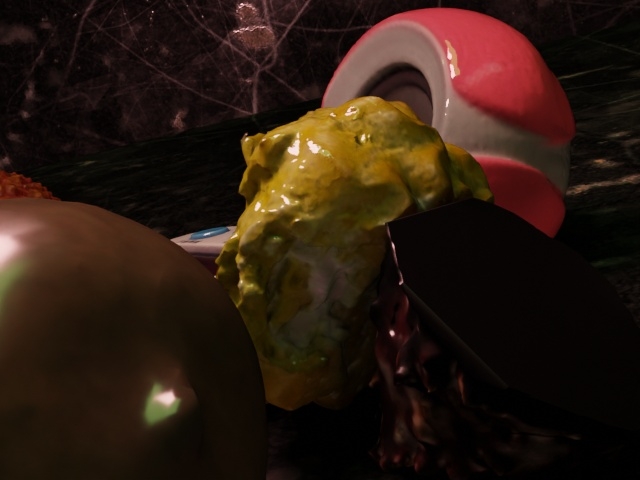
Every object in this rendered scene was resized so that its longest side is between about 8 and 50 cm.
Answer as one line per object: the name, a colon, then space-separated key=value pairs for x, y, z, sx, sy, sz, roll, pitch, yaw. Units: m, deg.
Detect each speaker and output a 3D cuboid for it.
speaker: x=0.122 y=-0.095 z=1.191 sx=0.294 sy=0.294 sz=0.294 roll=-13 pitch=14 yaw=3

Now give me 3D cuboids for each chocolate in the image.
chocolate: x=0.109 y=0.107 z=0.814 sx=0.224 sy=0.206 sz=0.177 roll=-18 pitch=-33 yaw=-53

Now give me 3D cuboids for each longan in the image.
longan: x=-0.168 y=0.120 z=0.676 sx=0.297 sy=0.297 sz=0.297 roll=-13 pitch=14 yaw=3

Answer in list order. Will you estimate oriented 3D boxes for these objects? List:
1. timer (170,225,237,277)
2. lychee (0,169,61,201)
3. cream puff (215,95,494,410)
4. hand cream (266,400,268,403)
timer: x=-0.125 y=0.051 z=1.267 sx=0.237 sy=0.087 sz=0.262 roll=-25 pitch=18 yaw=-39
lychee: x=-0.380 y=0.037 z=1.294 sx=0.235 sy=0.236 sz=0.271 roll=-15 pitch=23 yaw=-2
cream puff: x=-0.001 y=0.000 z=0.920 sx=0.281 sy=0.282 sz=0.185 roll=-26 pitch=57 yaw=-38
hand cream: x=0.013 y=0.104 z=1.043 sx=0.209 sy=0.043 sz=0.067 roll=-23 pitch=18 yaw=-11
